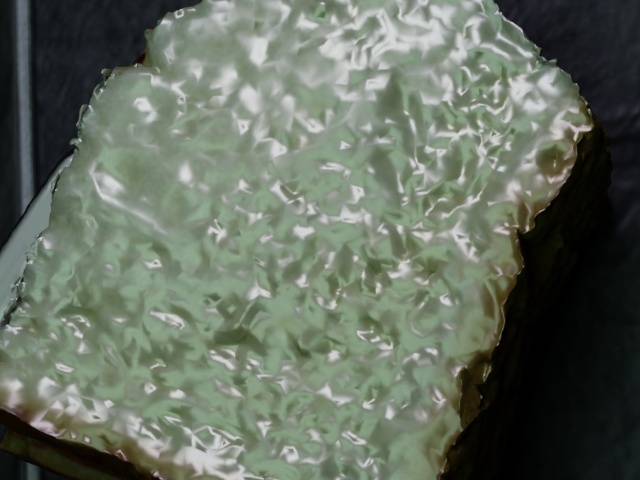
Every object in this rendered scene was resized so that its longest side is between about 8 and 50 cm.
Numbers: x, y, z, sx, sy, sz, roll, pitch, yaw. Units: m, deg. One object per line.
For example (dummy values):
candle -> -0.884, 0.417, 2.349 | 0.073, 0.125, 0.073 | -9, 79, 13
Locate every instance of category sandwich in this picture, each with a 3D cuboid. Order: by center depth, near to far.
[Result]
sandwich -> 0.000, 0.000, 0.950 | 0.262, 0.131, 0.325 | 19, 83, 20

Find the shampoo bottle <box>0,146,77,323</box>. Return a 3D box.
shampoo bottle -> -0.078, 0.087, 1.056 | 0.284, 0.071, 0.153 | 40, 100, 22
